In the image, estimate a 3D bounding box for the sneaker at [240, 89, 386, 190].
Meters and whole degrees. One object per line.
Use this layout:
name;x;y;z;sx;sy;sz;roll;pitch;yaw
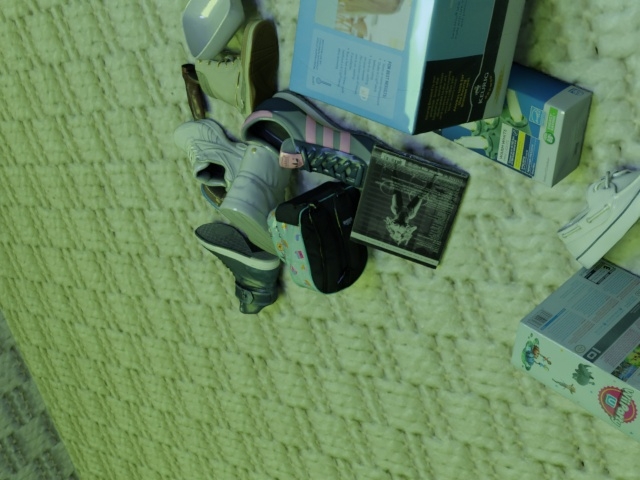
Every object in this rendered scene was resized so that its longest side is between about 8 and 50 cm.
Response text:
sneaker;0.000;-0.146;1.873;0.319;0.131;0.112;30;137;25

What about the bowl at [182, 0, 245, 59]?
bowl;-0.188;-0.403;1.908;0.142;0.053;0.142;-48;45;33

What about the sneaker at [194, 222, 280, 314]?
sneaker;-0.181;0.065;2.276;0.226;0.086;0.164;26;132;32

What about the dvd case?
dvd case;0.148;-0.056;1.820;0.164;0.018;0.221;19;134;6

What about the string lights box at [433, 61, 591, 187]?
string lights box;0.264;-0.197;1.585;0.259;0.076;0.133;30;136;32

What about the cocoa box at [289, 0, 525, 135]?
cocoa box;0.129;-0.346;1.430;0.231;0.228;0.347;25;118;34

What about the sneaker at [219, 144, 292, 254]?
sneaker;-0.081;-0.075;2.047;0.108;0.169;0.292;13;163;24

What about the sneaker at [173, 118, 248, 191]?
sneaker;-0.227;-0.169;2.125;0.232;0.115;0.090;28;135;32

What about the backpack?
backpack;0.000;0.000;1.956;0.144;0.165;0.189;2;115;49

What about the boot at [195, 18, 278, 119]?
boot;-0.159;-0.331;1.964;0.165;0.077;0.213;34;139;31

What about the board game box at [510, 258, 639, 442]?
board game box;0.461;0.168;1.516;0.303;0.224;0.098;30;135;31

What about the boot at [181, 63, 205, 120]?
boot;-0.242;-0.284;2.109;0.106;0.037;0.114;-132;32;-57

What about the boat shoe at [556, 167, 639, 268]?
boat shoe;0.415;-0.053;1.509;0.084;0.095;0.258;43;141;10

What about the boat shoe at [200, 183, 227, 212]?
boat shoe;-0.163;-0.081;2.172;0.183;0.066;0.066;35;135;11
